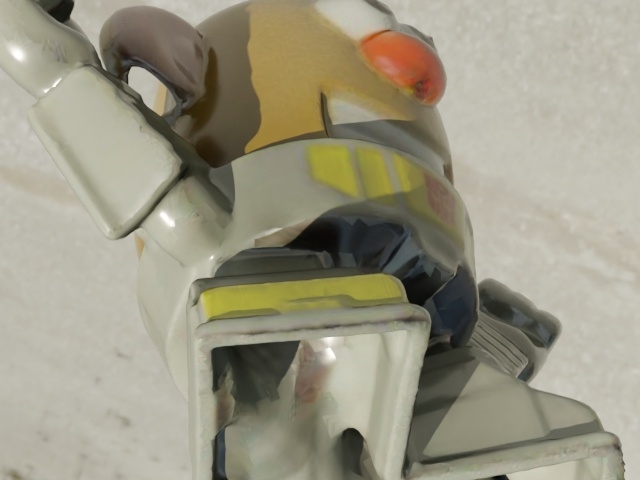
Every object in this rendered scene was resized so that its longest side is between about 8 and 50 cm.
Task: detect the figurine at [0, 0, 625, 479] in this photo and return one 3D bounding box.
[{"bbox_3d":[-0.002,0.000,0.588,0.167,0.285,0.342,-25,130,7],"label":"figurine"}]
